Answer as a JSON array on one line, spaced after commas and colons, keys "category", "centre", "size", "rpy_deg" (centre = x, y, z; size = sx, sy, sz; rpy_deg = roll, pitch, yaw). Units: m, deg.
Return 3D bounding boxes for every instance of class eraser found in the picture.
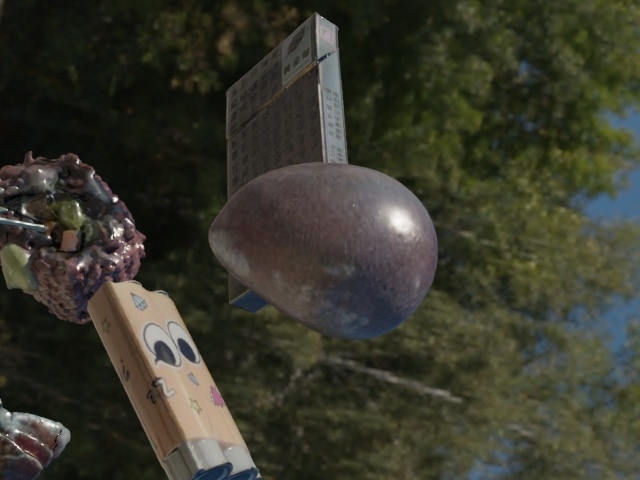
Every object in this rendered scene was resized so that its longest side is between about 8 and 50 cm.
[{"category": "eraser", "centre": [-0.195, 0.197, 1.780], "size": [0.087, 0.171, 0.290], "rpy_deg": [-37, -116, 15]}]

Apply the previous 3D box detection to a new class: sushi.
[{"category": "sushi", "centre": [-0.420, -0.004, 2.188], "size": [0.236, 0.270, 0.171], "rpy_deg": [-39, 162, -22]}]

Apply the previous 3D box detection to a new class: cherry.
[{"category": "cherry", "centre": [-0.007, 0.002, 0.881], "size": [0.188, 0.148, 0.115], "rpy_deg": [-156, -125, -67]}]

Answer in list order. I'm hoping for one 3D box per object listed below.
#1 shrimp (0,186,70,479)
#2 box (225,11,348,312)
[{"category": "shrimp", "centre": [-0.336, 0.042, 1.172], "size": [0.221, 0.166, 0.410], "rpy_deg": [-46, -135, 18]}, {"category": "box", "centre": [-0.042, -0.094, 1.584], "size": [0.180, 0.047, 0.324], "rpy_deg": [-36, -136, 37]}]
